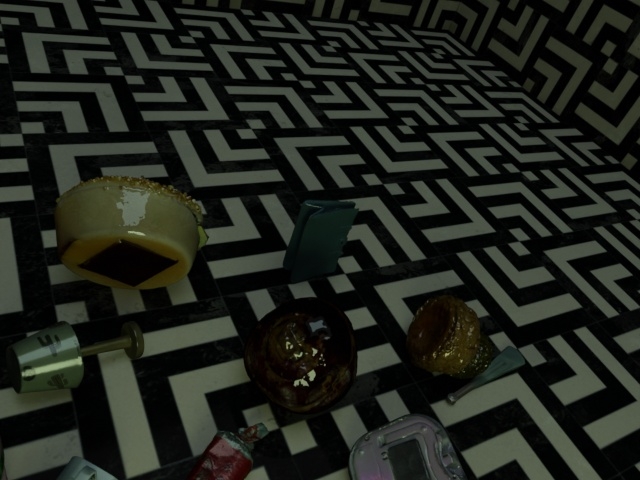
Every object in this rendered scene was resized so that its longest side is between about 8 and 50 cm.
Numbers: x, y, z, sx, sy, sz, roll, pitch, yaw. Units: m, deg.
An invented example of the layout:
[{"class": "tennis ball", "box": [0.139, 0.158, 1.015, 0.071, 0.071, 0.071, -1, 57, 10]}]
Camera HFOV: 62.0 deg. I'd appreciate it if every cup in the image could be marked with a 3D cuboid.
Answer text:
[{"class": "cup", "box": [-0.352, 0.384, 0.757, 0.095, 0.128, 0.129, 27, 43, 5]}]

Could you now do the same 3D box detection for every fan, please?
[{"class": "fan", "box": [0.384, 0.314, 1.223, 0.281, 0.023, 0.057, -20, 62, -38]}]

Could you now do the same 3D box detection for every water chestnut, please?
[{"class": "water chestnut", "box": [-0.031, 0.224, 1.035, 0.223, 0.238, 0.224, 0, 80, -1]}]

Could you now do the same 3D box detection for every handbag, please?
[{"class": "handbag", "box": [0.000, 0.000, 1.263, 0.144, 0.221, 0.057, -8, 46, -27]}]

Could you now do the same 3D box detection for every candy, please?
[{"class": "candy", "box": [-0.180, 0.397, 0.865, 0.086, 0.059, 0.292, 30, 42, 10]}]

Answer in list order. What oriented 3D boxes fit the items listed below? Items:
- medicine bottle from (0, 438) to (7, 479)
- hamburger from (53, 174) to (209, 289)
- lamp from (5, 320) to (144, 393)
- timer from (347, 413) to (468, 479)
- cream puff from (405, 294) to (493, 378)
[{"class": "medicine bottle", "box": [-0.509, 0.282, 0.651, 0.211, 0.326, 0.212, 11, 40, -9]}, {"class": "hamburger", "box": [-0.385, -0.020, 1.081, 0.301, 0.302, 0.171, 6, 59, -16]}, {"class": "lamp", "box": [-0.428, 0.197, 0.944, 0.214, 0.121, 0.121, -9, 47, -43]}, {"class": "timer", "box": [0.148, 0.411, 0.911, 0.190, 0.069, 0.209, -27, 45, 7]}, {"class": "cream puff", "box": [0.304, 0.232, 1.194, 0.168, 0.183, 0.183, 31, 36, -19]}]
